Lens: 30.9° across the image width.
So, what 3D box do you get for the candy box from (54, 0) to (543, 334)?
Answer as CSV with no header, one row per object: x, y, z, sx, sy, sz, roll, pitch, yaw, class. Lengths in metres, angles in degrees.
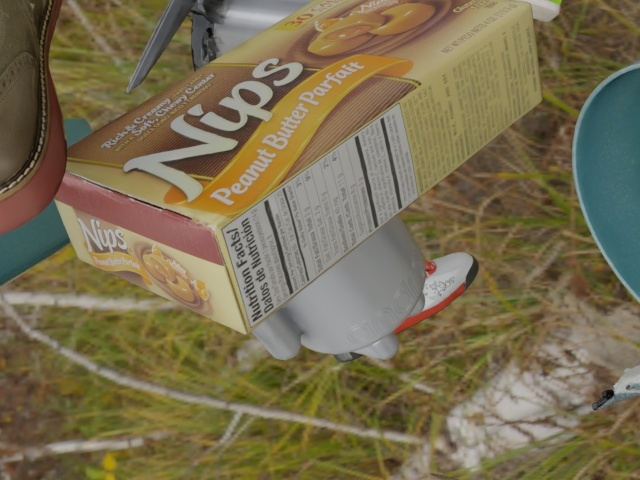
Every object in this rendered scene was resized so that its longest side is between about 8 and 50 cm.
-0.010,-0.078,0.814,0.183,0.316,0.088,19,136,42,candy box

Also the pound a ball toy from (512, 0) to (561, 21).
0.245,-0.437,1.616,0.136,0.319,0.208,-132,57,-87,pound a ball toy

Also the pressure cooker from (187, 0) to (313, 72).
-0.024,-0.350,1.992,0.420,0.375,0.370,13,131,32,pressure cooker

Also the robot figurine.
0.000,0.000,1.426,0.199,0.353,0.300,6,55,41,robot figurine

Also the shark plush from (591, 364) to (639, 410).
0.477,0.226,1.714,0.161,0.073,0.067,-32,106,19,shark plush

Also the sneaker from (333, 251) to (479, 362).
0.103,0.059,1.761,0.145,0.270,0.090,59,176,-20,sneaker

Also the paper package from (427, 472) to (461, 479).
0.252,0.544,1.729,0.168,0.309,0.325,10,76,36,paper package

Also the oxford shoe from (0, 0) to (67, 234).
-0.233,-0.171,0.730,0.130,0.123,0.348,77,171,-54,oxford shoe

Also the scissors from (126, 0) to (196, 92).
-0.112,-0.262,1.067,0.109,0.297,0.021,43,158,-3,scissors

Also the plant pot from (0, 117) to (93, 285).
-0.361,-0.040,1.347,0.165,0.234,0.166,-23,96,57,plant pot

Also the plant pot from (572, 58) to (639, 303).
0.388,-0.060,0.977,0.290,0.195,0.290,42,151,30,plant pot
